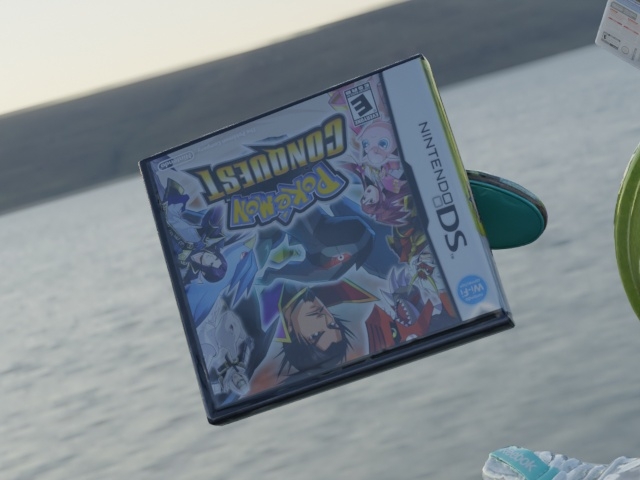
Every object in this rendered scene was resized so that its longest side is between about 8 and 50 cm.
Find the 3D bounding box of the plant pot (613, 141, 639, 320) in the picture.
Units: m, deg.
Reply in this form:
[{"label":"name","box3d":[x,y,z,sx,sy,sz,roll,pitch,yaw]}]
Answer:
[{"label":"plant pot","box3d":[0.330,0.039,0.932,0.276,0.276,0.254,-15,21,12]}]

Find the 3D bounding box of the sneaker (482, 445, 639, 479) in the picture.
[{"label":"sneaker","box3d":[0.104,0.115,0.610,0.080,0.094,0.212,-36,-18,-16]}]

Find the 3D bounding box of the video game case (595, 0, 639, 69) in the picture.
[{"label":"video game case","box3d":[0.311,-0.224,1.441,0.011,0.122,0.087,-15,40,-37]}]

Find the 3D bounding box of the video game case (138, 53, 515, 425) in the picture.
[{"label":"video game case","box3d":[0.000,0.000,1.308,0.275,0.248,0.035,-20,-15,11]}]

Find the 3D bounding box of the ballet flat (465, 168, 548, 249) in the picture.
[{"label":"ballet flat","box3d":[0.093,-0.035,1.384,0.221,0.077,0.079,1,21,-2]}]
